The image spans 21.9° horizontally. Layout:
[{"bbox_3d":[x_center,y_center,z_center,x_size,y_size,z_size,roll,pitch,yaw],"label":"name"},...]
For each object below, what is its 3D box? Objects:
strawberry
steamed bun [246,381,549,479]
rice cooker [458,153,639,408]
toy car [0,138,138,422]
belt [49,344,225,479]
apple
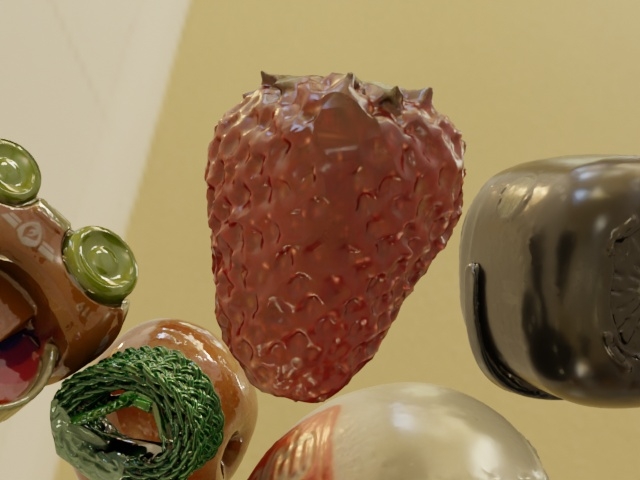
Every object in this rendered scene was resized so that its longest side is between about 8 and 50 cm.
[{"bbox_3d":[0.000,0.000,1.243,0.205,0.205,0.244,33,-112,-70],"label":"strawberry"},{"bbox_3d":[0.034,0.297,1.449,0.374,0.241,0.374,-54,23,36],"label":"steamed bun"},{"bbox_3d":[0.271,0.039,1.582,0.224,0.267,0.267,16,115,63],"label":"rice cooker"},{"bbox_3d":[-0.290,0.052,1.392,0.235,0.145,0.235,25,-133,-29],"label":"toy car"},{"bbox_3d":[-0.161,0.155,1.390,0.079,0.151,0.121,-33,-62,-59],"label":"belt"},{"bbox_3d":[-0.145,0.178,1.583,0.201,0.162,0.201,-47,-25,-30],"label":"apple"}]
